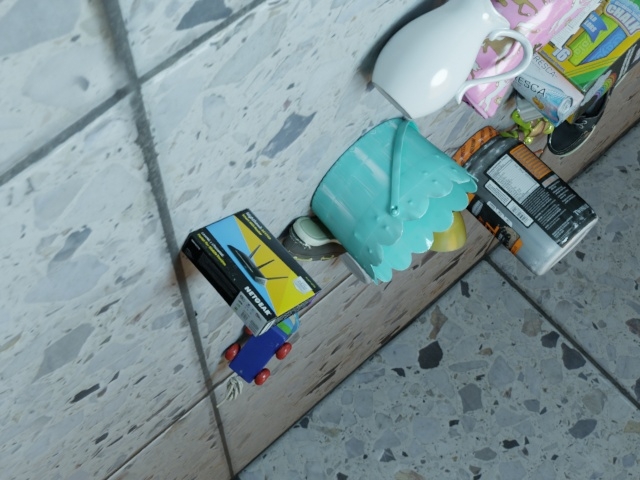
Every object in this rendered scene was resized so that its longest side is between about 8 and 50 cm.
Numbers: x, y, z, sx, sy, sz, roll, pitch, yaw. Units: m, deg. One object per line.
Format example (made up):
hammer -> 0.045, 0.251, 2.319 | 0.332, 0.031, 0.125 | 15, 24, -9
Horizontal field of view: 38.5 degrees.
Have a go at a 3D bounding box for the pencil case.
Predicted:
pencil case -> 0.338, -0.378, 1.442 | 0.386, 0.160, 0.167 | -48, -156, 12

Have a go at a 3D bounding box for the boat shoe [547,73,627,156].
boat shoe -> 0.711, -0.369, 2.490 | 0.113, 0.127, 0.340 | -21, 151, -53

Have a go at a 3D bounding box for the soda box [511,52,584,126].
soda box -> 0.418, -0.310, 1.776 | 0.063, 0.183, 0.058 | -39, 164, -13

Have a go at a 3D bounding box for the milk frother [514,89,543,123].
milk frother -> 0.516, -0.359, 2.088 | 0.134, 0.129, 0.143 | -13, -144, 31

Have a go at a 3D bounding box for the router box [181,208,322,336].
router box -> -0.103, 0.045, 1.388 | 0.133, 0.179, 0.046 | -28, 161, -47

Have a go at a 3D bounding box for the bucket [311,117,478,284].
bucket -> 0.131, -0.076, 1.665 | 0.281, 0.183, 0.281 | -41, 165, -13

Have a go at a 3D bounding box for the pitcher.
pitcher -> 0.193, -0.263, 1.342 | 0.207, 0.178, 0.125 | -47, -169, 4

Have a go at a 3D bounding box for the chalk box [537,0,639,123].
chalk box -> 0.558, -0.419, 1.866 | 0.289, 0.179, 0.180 | -43, 164, -6

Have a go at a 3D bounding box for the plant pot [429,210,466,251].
plant pot -> 0.312, -0.048, 2.355 | 0.134, 0.134, 0.095 | -32, 137, -37

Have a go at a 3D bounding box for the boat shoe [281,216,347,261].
boat shoe -> 0.000, 0.000, 1.738 | 0.069, 0.081, 0.227 | -46, 158, 20

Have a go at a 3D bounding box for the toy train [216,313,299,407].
toy train -> -0.143, 0.255, 2.030 | 0.248, 0.105, 0.143 | -52, 176, 27

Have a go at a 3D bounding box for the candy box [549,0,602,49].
candy box -> 0.485, -0.469, 1.654 | 0.233, 0.071, 0.159 | -51, -177, 27

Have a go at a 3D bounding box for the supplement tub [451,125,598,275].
supplement tub -> 0.467, -0.099, 2.168 | 0.207, 0.338, 0.207 | -40, 165, -13

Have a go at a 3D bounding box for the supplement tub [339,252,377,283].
supplement tub -> 0.137, -0.005, 1.998 | 0.190, 0.117, 0.117 | -40, 165, -12

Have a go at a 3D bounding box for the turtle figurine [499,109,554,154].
turtle figurine -> 0.549, -0.299, 2.332 | 0.217, 0.087, 0.269 | -11, 154, -51
